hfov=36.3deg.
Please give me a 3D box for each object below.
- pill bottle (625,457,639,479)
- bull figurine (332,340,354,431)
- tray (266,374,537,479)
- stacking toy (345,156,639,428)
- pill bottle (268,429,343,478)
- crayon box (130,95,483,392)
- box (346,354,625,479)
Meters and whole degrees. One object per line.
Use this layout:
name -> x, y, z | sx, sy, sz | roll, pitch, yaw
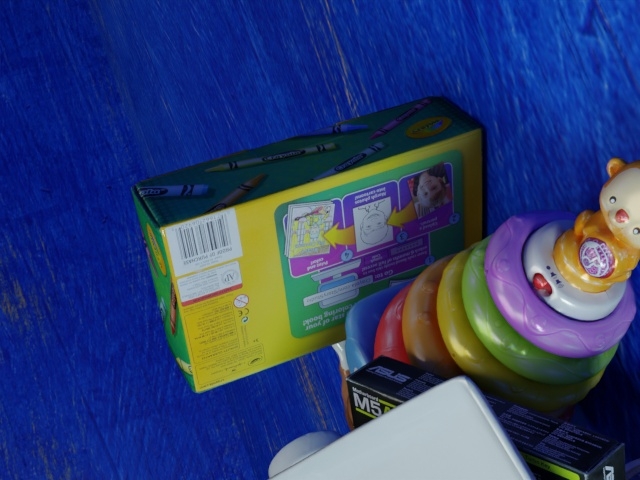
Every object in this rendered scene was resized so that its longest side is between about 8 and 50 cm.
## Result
pill bottle -> 0.239, 0.198, 0.567 | 0.169, 0.094, 0.094 | -154, 49, -68
bull figurine -> 0.069, 0.176, 1.093 | 0.310, 0.101, 0.188 | 122, 131, -70
tray -> 0.061, 0.182, 0.622 | 0.145, 0.030, 0.270 | 59, 143, 9
stacking toy -> 0.149, 0.043, 0.654 | 0.175, 0.166, 0.302 | 62, 150, 20
pill bottle -> 0.041, 0.410, 1.315 | 0.169, 0.169, 0.301 | 88, 158, -43
crayon box -> 0.000, 0.000, 0.814 | 0.081, 0.279, 0.165 | -131, 28, -51
box -> 0.106, 0.184, 0.632 | 0.191, 0.045, 0.184 | 14, 119, 46
